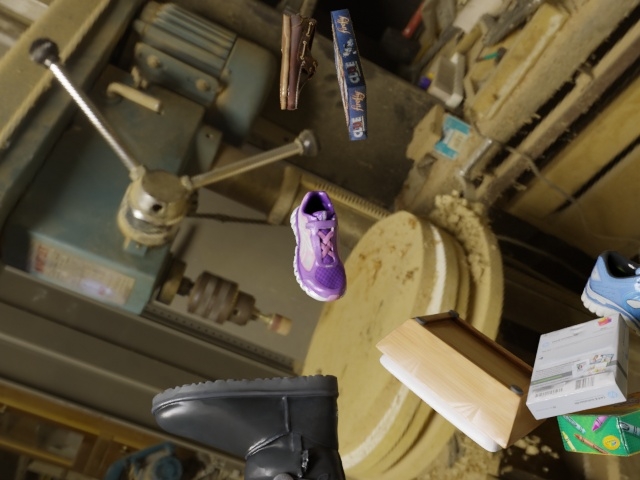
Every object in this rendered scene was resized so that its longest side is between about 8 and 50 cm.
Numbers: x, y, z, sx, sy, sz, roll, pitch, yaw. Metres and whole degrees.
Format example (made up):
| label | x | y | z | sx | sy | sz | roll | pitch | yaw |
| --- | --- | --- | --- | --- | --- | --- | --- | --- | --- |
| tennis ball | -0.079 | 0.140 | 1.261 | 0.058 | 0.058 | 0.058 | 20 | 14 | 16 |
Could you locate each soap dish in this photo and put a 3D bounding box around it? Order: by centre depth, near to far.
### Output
| label | x | y | z | sx | sy | sz | roll | pitch | yaw |
| --- | --- | --- | --- | --- | --- | --- | --- | --- | --- |
| soap dish | 0.279 | 0.248 | 1.179 | 0.290 | 0.228 | 0.118 | 35 | 109 | 32 |

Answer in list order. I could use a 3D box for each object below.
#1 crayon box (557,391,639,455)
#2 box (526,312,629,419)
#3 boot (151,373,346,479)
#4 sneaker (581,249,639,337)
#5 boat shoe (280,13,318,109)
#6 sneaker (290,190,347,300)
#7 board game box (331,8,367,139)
| label | x | y | z | sx | sy | sz | roll | pitch | yaw |
| --- | --- | --- | --- | --- | --- | --- | --- | --- | --- |
| crayon box | 0.673 | 0.383 | 1.334 | 0.165 | 0.278 | 0.081 | -31 | 68 | 62 |
| box | 0.421 | 0.202 | 1.020 | 0.145 | 0.038 | 0.186 | -27 | 15 | 35 |
| boot | -0.126 | 0.477 | 1.099 | 0.146 | 0.366 | 0.446 | 73 | -169 | -64 |
| sneaker | 0.639 | 0.113 | 1.165 | 0.330 | 0.129 | 0.147 | 34 | 133 | 51 |
| boat shoe | -0.040 | -0.339 | 1.180 | 0.073 | 0.073 | 0.207 | 119 | 155 | -69 |
| sneaker | 0.000 | 0.000 | 1.177 | 0.105 | 0.095 | 0.237 | 113 | 152 | -50 |
| board game box | 0.065 | -0.370 | 1.402 | 0.165 | 0.042 | 0.243 | 81 | -179 | -58 |
